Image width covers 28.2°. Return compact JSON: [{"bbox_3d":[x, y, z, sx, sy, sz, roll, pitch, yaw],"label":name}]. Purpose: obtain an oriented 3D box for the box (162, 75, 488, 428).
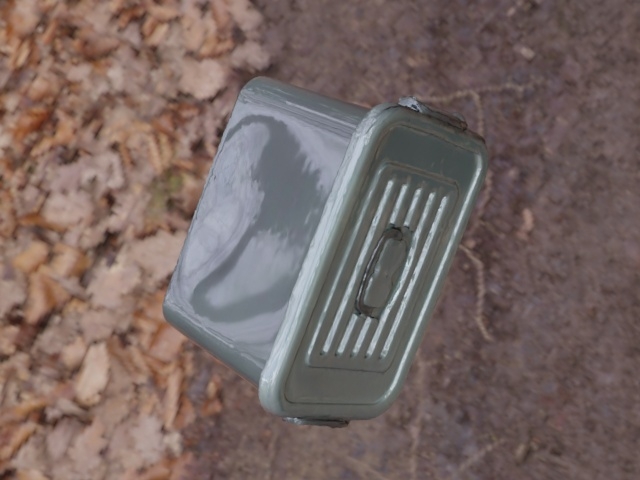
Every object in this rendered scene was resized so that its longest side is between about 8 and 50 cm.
[{"bbox_3d":[0.000,0.000,0.466,0.069,0.084,0.122,26,98,36],"label":"box"}]
